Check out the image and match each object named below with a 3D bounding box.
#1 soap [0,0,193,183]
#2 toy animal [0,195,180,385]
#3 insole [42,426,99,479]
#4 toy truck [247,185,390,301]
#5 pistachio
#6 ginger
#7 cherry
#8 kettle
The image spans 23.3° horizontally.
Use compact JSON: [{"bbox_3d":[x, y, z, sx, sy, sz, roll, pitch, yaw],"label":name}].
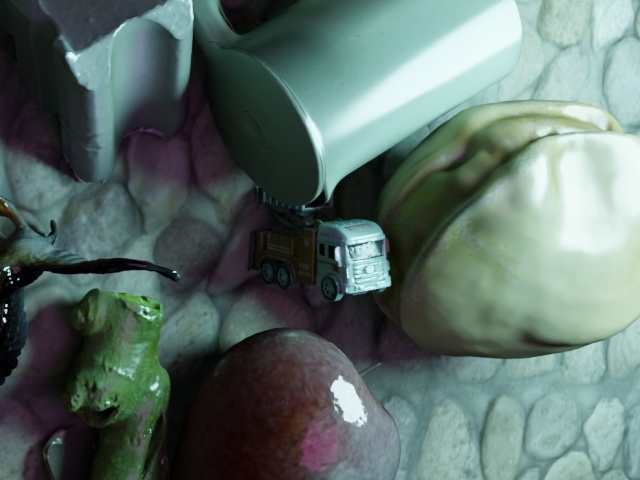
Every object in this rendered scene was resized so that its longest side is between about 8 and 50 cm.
[{"bbox_3d":[-0.256,-0.231,1.575,0.159,0.302,0.258,-37,78,-19],"label":"soap"},{"bbox_3d":[-0.313,0.035,1.541,0.272,0.160,0.197,-42,142,23],"label":"toy animal"},{"bbox_3d":[-0.232,0.300,1.747,0.081,0.011,0.248,-55,127,-33],"label":"insole"},{"bbox_3d":[0.001,0.000,1.764,0.080,0.178,0.115,-9,105,-38],"label":"toy truck"},{"bbox_3d":[0.243,-0.005,1.873,0.365,0.281,0.445,-50,144,14],"label":"pistachio"},{"bbox_3d":[-0.222,0.190,1.686,0.137,0.089,0.289,-30,121,-60],"label":"ginger"},{"bbox_3d":[-0.045,0.238,1.763,0.307,0.221,0.261,-39,126,-7],"label":"cherry"},{"bbox_3d":[0.037,-0.222,1.726,0.318,0.205,0.265,-35,123,-25],"label":"kettle"}]
